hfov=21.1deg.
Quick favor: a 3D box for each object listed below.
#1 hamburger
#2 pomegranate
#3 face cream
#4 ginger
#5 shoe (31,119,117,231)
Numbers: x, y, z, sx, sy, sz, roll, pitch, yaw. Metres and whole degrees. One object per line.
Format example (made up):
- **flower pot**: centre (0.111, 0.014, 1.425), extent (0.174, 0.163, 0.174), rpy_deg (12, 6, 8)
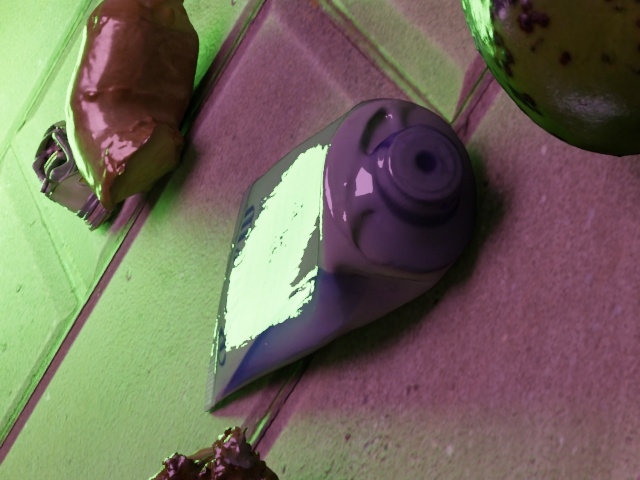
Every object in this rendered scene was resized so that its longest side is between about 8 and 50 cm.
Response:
- **hamburger**: centre (-0.082, 0.233, 1.399), extent (0.131, 0.159, 0.184), rpy_deg (-129, 47, -59)
- **pomegranate**: centre (0.199, -0.191, 1.147), extent (0.254, 0.270, 0.254), rpy_deg (-31, 22, 14)
- **face cream**: centre (0.000, 0.000, 1.499), extent (0.420, 0.137, 0.234), rpy_deg (-33, 44, 59)
- **ginger**: centre (-0.205, -0.160, 1.874), extent (0.152, 0.138, 0.267), rpy_deg (-6, 77, 40)
- **shoe**: centre (-0.291, -0.091, 1.997), extent (0.089, 0.092, 0.180), rpy_deg (-49, 35, 28)
